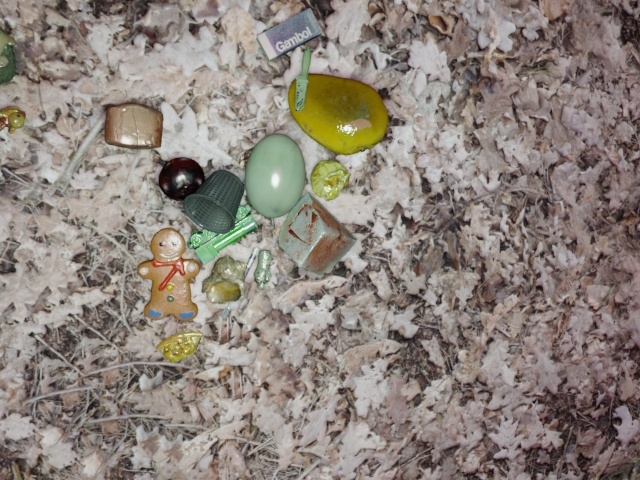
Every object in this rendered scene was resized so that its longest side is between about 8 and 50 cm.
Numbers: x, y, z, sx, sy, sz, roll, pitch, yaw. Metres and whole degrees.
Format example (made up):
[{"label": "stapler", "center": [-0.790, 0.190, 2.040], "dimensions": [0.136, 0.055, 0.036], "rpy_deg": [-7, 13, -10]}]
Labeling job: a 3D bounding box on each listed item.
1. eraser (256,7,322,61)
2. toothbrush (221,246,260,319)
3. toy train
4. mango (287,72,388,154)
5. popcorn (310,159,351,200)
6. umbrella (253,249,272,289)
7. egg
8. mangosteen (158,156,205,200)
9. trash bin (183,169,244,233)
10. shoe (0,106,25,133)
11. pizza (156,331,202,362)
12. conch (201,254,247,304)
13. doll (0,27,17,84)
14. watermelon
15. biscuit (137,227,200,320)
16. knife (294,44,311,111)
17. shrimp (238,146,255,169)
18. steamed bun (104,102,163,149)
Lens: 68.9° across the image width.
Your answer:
[{"label": "eraser", "center": [-0.107, -0.701, 1.595], "dimensions": [0.212, 0.046, 0.092], "rpy_deg": [-31, 102, -8]}, {"label": "toothbrush", "center": [-0.285, 0.152, 1.664], "dimensions": [0.024, 0.026, 0.288], "rpy_deg": [26, 89, -18]}, {"label": "toy train", "center": [-0.333, -0.026, 1.606], "dimensions": [0.251, 0.085, 0.119], "rpy_deg": [-32, 108, -6]}, {"label": "mango", "center": [0.056, -0.440, 1.588], "dimensions": [0.365, 0.182, 0.253], "rpy_deg": [30, 85, -3]}, {"label": "popcorn", "center": [0.028, -0.216, 1.638], "dimensions": [0.135, 0.162, 0.141], "rpy_deg": [45, 103, -2]}, {"label": "umbrella", "center": [-0.203, 0.104, 1.660], "dimensions": [0.067, 0.062, 0.143], "rpy_deg": [3, 86, 21]}, {"label": "egg", "center": [-0.151, -0.215, 1.560], "dimensions": [0.203, 0.203, 0.283], "rpy_deg": [9, 96, -14]}, {"label": "mangosteen", "center": [-0.458, -0.207, 1.528], "dimensions": [0.152, 0.152, 0.152], "rpy_deg": [-2, 97, -13]}, {"label": "trash bin", "center": [-0.328, -0.137, 1.503], "dimensions": [0.175, 0.175, 0.161], "rpy_deg": [30, 53, -15]}, {"label": "shoe", "center": [-0.954, -0.361, 1.419], "dimensions": [0.109, 0.072, 0.069], "rpy_deg": [-3, 59, -18]}, {"label": "pizza", "center": [-0.488, 0.373, 1.634], "dimensions": [0.160, 0.036, 0.099], "rpy_deg": [-14, 100, -11]}, {"label": "conch", "center": [-0.327, 0.143, 1.599], "dimensions": [0.207, 0.130, 0.155], "rpy_deg": [-34, 67, 12]}, {"label": "doll", "center": [-1.038, -0.567, 1.289], "dimensions": [0.349, 0.247, 0.247], "rpy_deg": [24, 90, -23]}, {"label": "watermelon", "center": [0.000, 0.000, 1.626], "dimensions": [0.261, 0.201, 0.213], "rpy_deg": [37, 95, -19]}, {"label": "biscuit", "center": [-0.519, 0.118, 1.594], "dimensions": [0.205, 0.049, 0.324], "rpy_deg": [2, 94, -13]}, {"label": "knife", "center": [-0.059, -0.540, 1.541], "dimensions": [0.043, 0.020, 0.293], "rpy_deg": [-1, 63, 11]}, {"label": "shrimp", "center": [-0.255, -0.291, 1.616], "dimensions": [0.038, 0.029, 0.092], "rpy_deg": [30, 93, -16]}, {"label": "steamed bun", "center": [-0.594, -0.363, 1.492], "dimensions": [0.175, 0.106, 0.145], "rpy_deg": [1, 91, -28]}]
